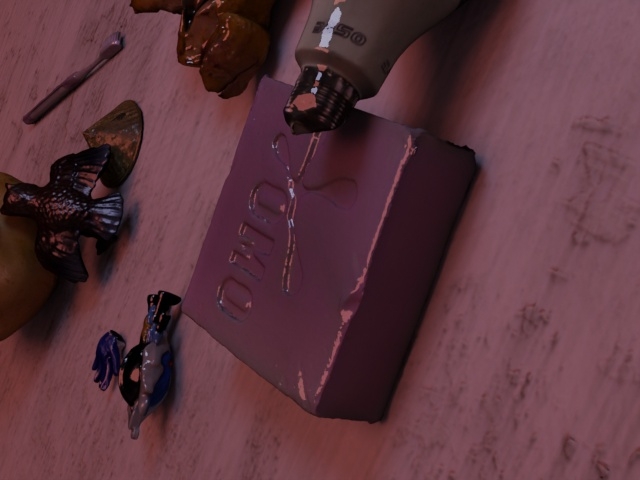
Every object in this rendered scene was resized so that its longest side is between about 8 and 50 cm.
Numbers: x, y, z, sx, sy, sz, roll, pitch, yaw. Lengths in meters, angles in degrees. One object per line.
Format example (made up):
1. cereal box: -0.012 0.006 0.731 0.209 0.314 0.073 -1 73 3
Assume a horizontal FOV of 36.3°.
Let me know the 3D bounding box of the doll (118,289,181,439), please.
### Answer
1. doll: -0.227 0.164 1.282 0.096 0.070 0.195 -27 50 62

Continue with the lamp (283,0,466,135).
1. lamp: 0.072 -0.243 0.929 0.182 0.182 0.314 -15 57 49

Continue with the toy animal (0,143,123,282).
1. toy animal: -0.389 -0.051 1.469 0.116 0.179 0.219 172 109 -77

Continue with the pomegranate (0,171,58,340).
1. pomegranate: -0.565 0.033 1.597 0.307 0.307 0.307 -20 63 47

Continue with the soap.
1. soap: 0.000 0.000 1.021 0.285 0.107 0.296 26 100 50

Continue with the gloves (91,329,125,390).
1. gloves: -0.309 0.176 1.413 0.064 0.026 0.086 41 110 47

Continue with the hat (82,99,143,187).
1. hat: -0.343 -0.159 1.530 0.146 0.067 0.146 -20 63 47

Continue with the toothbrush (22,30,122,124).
1. toothbrush: -0.445 -0.283 1.734 0.354 0.024 0.029 -25 55 45

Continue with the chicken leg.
1. chicken leg: -0.084 -0.330 1.219 0.409 0.182 0.295 -4 85 35
